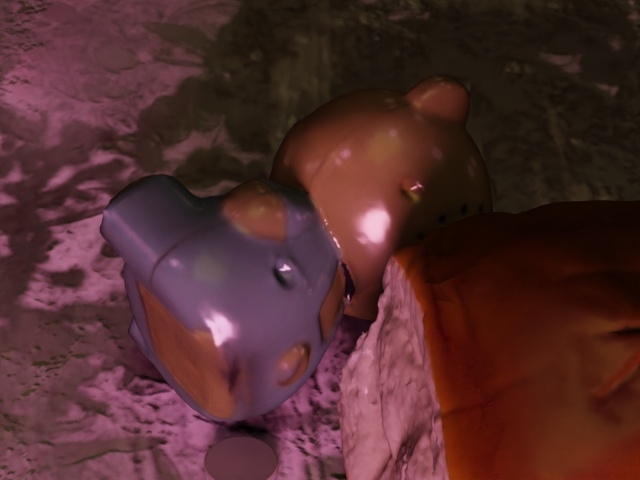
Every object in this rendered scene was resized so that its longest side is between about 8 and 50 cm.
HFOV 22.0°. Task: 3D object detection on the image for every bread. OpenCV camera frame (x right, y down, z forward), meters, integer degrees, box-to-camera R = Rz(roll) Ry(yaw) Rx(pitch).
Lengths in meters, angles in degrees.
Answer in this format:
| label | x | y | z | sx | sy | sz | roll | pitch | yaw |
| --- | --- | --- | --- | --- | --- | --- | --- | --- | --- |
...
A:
| label | x | y | z | sx | sy | sz | roll | pitch | yaw |
| --- | --- | --- | --- | --- | --- | --- | --- | --- | --- |
| bread | 0.165 | 0.109 | 0.997 | 0.279 | 0.225 | 0.250 | -6 | 50 | -10 |

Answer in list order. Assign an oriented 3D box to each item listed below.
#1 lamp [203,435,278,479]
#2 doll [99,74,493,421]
| label | x | y | z | sx | sy | sz | roll | pitch | yaw |
| --- | --- | --- | --- | --- | --- | --- | --- | --- | --- |
| lamp | -0.052 | 0.207 | 1.052 | 0.050 | 0.056 | 0.198 | -2 | 38 | 1 |
| doll | 0.000 | 0.000 | 1.129 | 0.260 | 0.177 | 0.161 | -31 | 51 | -21 |
